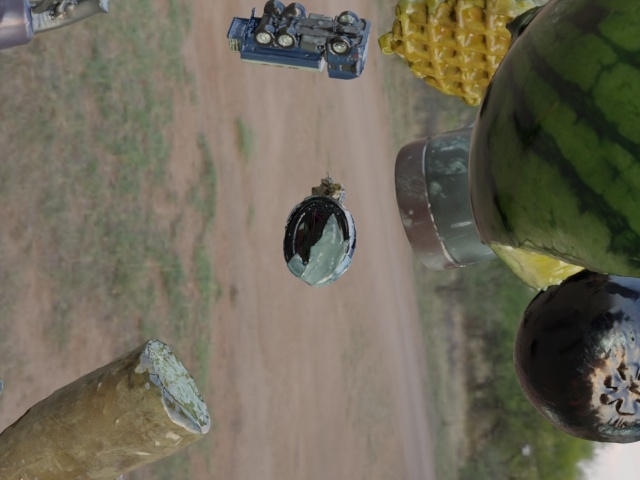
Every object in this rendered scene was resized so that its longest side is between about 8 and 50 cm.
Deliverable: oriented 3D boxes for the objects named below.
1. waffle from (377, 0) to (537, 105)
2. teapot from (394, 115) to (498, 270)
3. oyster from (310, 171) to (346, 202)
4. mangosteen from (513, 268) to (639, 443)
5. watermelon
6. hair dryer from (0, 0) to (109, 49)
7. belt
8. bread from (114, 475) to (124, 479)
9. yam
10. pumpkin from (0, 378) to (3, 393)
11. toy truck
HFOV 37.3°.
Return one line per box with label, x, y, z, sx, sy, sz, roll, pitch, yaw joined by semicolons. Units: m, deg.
waffle;0.227;-0.261;1.313;0.291;0.291;0.051;70;37;-65
teapot;0.317;-0.119;1.602;0.233;0.312;0.315;52;37;-41
oyster;0.001;-0.064;1.687;0.105;0.056;0.177;-58;-173;-35
mangosteen;0.326;0.125;1.102;0.216;0.216;0.216;-3;90;-82
watermelon;0.222;-0.106;0.643;0.189;0.331;0.331;43;18;-8
hair dryer;-0.360;-0.218;0.810;0.301;0.361;0.121;124;-47;-57
belt;0.000;0.000;1.413;0.058;0.105;0.140;17;82;-72
bread;-0.373;0.410;1.663;0.052;0.044;0.157;-55;139;-66
yam;-0.239;0.179;0.680;0.081;0.357;0.081;55;15;-23
pumpkin;-0.575;0.185;1.211;0.323;0.241;0.323;14;69;-39
toy truck;-0.032;-0.282;1.357;0.088;0.202;0.074;91;10;-50
